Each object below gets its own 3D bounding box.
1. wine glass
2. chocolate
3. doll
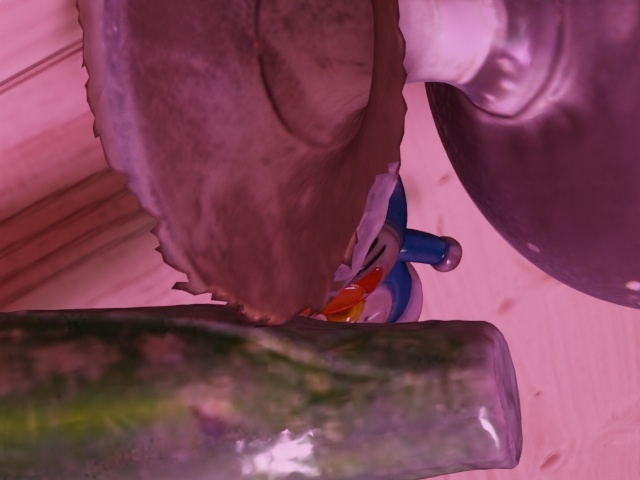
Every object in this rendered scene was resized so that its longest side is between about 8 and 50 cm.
[{"bbox_3d":[0.099,-0.085,0.557,0.323,0.238,0.238,-6,130,-34],"label":"wine glass"},{"bbox_3d":[-0.072,0.072,0.573,0.291,0.110,0.110,-7,140,13],"label":"chocolate"},{"bbox_3d":[0.000,0.000,0.670,0.114,0.085,0.152,-18,150,6],"label":"doll"}]
